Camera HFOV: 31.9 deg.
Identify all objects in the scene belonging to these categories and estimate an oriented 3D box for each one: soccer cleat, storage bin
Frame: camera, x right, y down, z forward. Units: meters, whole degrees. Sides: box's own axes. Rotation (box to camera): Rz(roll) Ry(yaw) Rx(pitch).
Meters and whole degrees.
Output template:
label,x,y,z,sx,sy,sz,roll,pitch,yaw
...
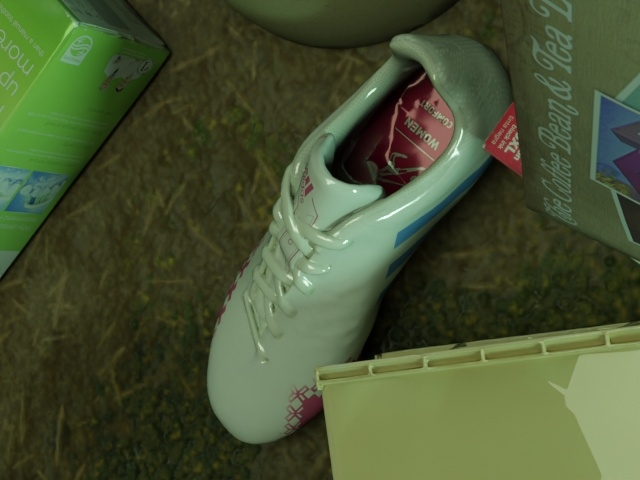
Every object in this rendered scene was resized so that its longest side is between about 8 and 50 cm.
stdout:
label,x,y,z,sx,sy,sz,roll,pitch,yaw
soccer cleat,0.000,0.000,0.747,0.116,0.143,0.331,40,106,23
storage bin,0.147,0.185,0.674,0.260,0.123,0.262,-10,83,27

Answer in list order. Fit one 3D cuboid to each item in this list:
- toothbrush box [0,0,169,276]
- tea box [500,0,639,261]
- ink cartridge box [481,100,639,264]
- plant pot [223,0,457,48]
label,x,y,z,sx,sy,sz,roll,pitch,yaw
toothbrush box,-0.295,-0.121,0.922,0.283,0.122,0.206,-49,67,19
tea box,0.239,-0.147,0.437,0.220,0.329,0.323,29,83,19
ink cartridge box,0.186,-0.032,0.668,0.150,0.109,0.063,41,105,23
plant pot,-0.018,-0.287,0.743,0.284,0.191,0.284,-2,87,27
